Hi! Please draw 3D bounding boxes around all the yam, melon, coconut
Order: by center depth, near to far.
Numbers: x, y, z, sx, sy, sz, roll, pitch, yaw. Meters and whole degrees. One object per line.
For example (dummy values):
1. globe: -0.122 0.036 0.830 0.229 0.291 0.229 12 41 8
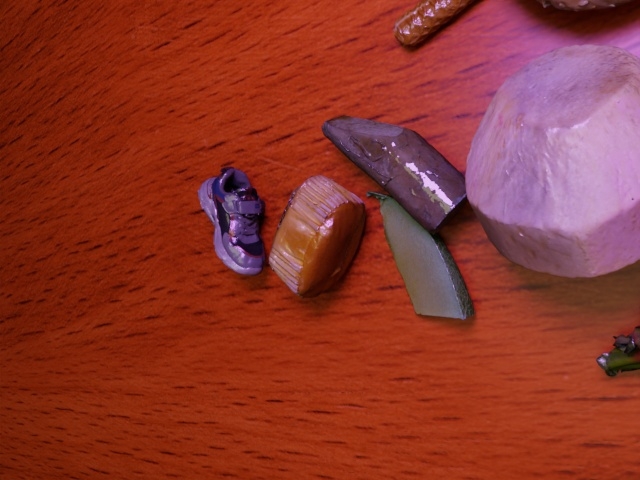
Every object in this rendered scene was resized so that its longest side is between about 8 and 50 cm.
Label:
1. coconut: 0.293 -0.078 0.592 0.259 0.259 0.259 1 91 34
2. yam: 0.116 -0.123 0.778 0.259 0.106 0.106 47 115 22
3. melon: 0.148 0.019 0.804 0.114 0.053 0.262 -50 60 44

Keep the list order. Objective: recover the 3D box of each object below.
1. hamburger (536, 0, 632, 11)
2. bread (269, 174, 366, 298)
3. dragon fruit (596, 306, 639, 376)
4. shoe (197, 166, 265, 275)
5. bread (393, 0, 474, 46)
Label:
1. hamburger: 0.310 -0.403 0.624 0.211 0.132 0.309 -45 70 22
2. bread: 0.000 0.000 0.839 0.114 0.132 0.190 38 115 28
3. dragon fruit: 0.422 0.117 0.570 0.137 0.135 0.236 50 137 24
4. shoe: -0.143 -0.049 0.953 0.125 0.099 0.228 -41 65 31
5. bread: 0.179 -0.351 0.764 0.157 0.044 0.052 -30 69 30
